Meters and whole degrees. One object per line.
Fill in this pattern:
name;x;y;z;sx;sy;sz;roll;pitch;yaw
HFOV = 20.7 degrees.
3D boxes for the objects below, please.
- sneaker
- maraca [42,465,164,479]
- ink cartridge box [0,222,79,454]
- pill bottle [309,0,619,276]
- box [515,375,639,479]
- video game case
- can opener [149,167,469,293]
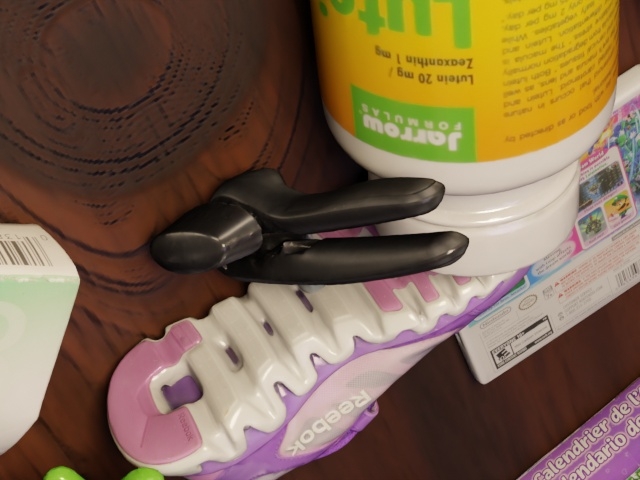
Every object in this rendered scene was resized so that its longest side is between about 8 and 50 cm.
sneaker;0.009;0.055;0.902;0.236;0.095;0.104;-33;140;0
maraca;-0.110;0.171;0.889;0.127;0.099;0.185;-1;138;-8
ink cartridge box;-0.226;0.094;0.796;0.181;0.056;0.224;1;120;-34
pill bottle;0.064;-0.107;0.774;0.136;0.136;0.245;-23;133;-18
box;0.251;0.200;1.194;0.201;0.057;0.293;-40;136;-2
video game case;0.134;-0.006;0.984;0.157;0.019;0.143;-33;135;-7
can opener;0.000;0.000;0.798;0.073;0.186;0.059;-45;117;-32
